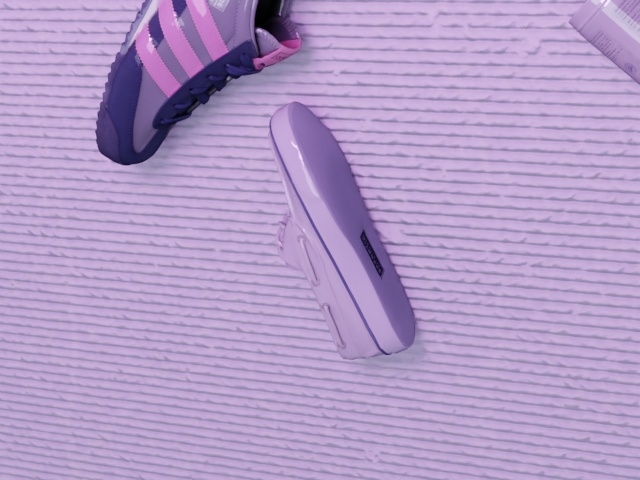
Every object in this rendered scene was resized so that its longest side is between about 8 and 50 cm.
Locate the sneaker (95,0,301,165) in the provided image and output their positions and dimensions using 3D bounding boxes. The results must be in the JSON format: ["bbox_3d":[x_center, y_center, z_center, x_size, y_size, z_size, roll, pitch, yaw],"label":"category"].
[{"bbox_3d":[-0.095,-0.172,1.177,0.131,0.112,0.319,37,122,8],"label":"sneaker"}]

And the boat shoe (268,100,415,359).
[{"bbox_3d":[0.000,0.000,1.220,0.084,0.095,0.258,-19,102,24],"label":"boat shoe"}]

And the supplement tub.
[{"bbox_3d":[0.261,-0.167,1.054,0.107,0.071,0.071,42,121,2],"label":"supplement tub"}]
